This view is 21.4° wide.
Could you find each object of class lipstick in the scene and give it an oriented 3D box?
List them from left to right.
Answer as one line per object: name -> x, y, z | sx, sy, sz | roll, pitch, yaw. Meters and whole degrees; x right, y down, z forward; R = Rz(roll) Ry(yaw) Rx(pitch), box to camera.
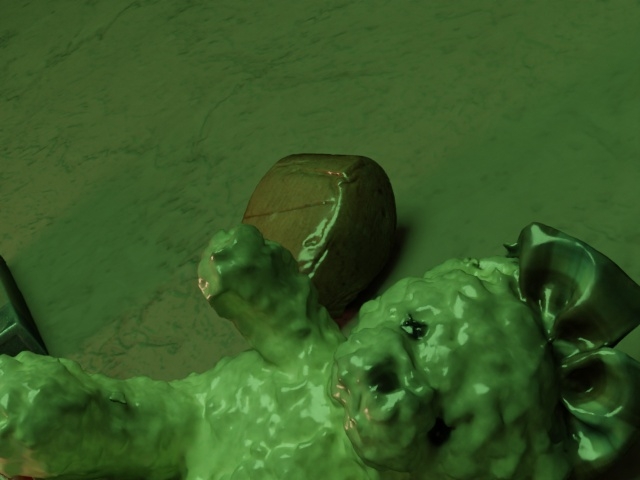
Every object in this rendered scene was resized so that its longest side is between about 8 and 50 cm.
lipstick -> -0.384, 0.079, 1.984 | 0.066, 0.068, 0.317 | -38, 27, -3

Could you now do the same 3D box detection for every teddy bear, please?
teddy bear -> -0.001, 0.128, 1.218 | 0.362, 0.375, 0.327 | -32, 64, 47

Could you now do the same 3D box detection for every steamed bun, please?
steamed bun -> 0.000, 0.000, 1.644 | 0.145, 0.106, 0.175 | 3, 59, 43

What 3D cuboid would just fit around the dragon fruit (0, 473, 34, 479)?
dragon fruit -> -0.270, 0.239, 1.508 | 0.330, 0.302, 0.240 | -17, 0, 10
